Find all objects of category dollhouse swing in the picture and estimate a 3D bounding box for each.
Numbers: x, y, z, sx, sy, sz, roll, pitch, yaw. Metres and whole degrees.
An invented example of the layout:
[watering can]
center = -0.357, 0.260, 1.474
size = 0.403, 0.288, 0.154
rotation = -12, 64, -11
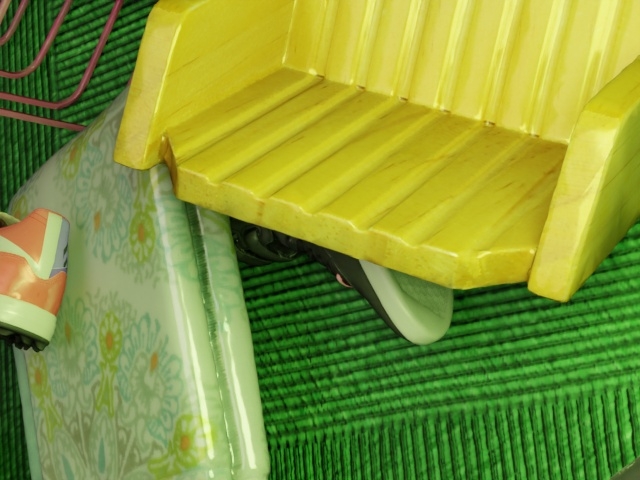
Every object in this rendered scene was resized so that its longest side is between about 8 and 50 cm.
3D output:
[dollhouse swing]
center = 0.080, -0.188, 0.947
size = 0.347, 0.315, 0.304
rotation = 19, 120, 23

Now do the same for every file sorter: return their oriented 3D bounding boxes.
[file sorter]
center = -0.320, -0.254, 1.357
size = 0.291, 0.202, 0.182
rotation = 38, 108, 35

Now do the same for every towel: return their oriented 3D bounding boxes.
[towel]
center = -0.172, 0.075, 1.207
size = 0.320, 0.090, 0.374
rotation = -28, 68, 49

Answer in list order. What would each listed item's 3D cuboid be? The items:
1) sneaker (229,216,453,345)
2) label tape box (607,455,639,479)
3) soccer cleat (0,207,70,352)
[sneaker]
center = 0.000, 0.000, 1.138
size = 0.147, 0.105, 0.295
rotation = -45, 53, 24
[label tape box]
center = 0.219, 0.307, 0.914
size = 0.334, 0.106, 0.240
rotation = -43, 59, 22
[soccer cleat]
center = -0.320, 0.030, 1.264
size = 0.318, 0.109, 0.116
rotation = 1, 69, 56
